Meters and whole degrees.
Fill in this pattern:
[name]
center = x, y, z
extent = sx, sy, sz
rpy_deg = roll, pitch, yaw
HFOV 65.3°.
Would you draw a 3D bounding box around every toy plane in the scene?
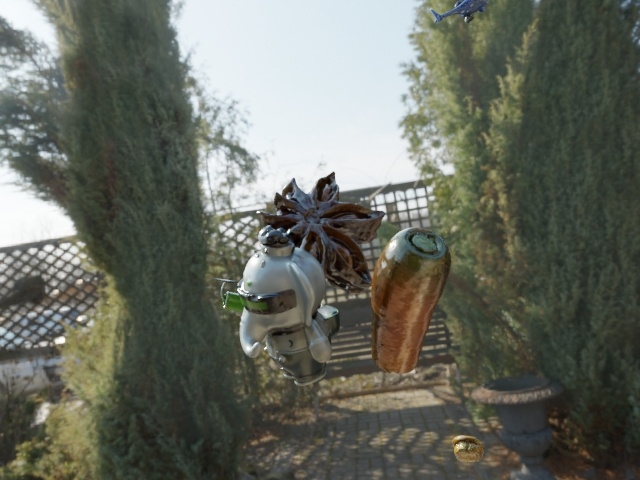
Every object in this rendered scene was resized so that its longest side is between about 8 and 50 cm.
[toy plane]
center = 0.326, -0.538, 1.155
extent = 0.167, 0.054, 0.062
rpy_deg = -27, -12, -16

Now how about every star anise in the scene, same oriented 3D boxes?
[star anise]
center = 0.004, -0.004, 0.787
extent = 0.220, 0.214, 0.099
rpy_deg = -25, -15, -36

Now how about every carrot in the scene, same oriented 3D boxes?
[carrot]
center = 0.099, 0.074, 0.603
extent = 0.087, 0.193, 0.087
rpy_deg = 6, 38, -5

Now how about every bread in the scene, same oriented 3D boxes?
[bread]
center = 0.373, 0.524, 1.257
extent = 0.081, 0.083, 0.046
rpy_deg = -41, 20, 43

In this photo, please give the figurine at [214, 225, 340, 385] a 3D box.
[figurine]
center = -0.040, 0.074, 0.581
extent = 0.126, 0.192, 0.147
rpy_deg = -16, 17, -22
